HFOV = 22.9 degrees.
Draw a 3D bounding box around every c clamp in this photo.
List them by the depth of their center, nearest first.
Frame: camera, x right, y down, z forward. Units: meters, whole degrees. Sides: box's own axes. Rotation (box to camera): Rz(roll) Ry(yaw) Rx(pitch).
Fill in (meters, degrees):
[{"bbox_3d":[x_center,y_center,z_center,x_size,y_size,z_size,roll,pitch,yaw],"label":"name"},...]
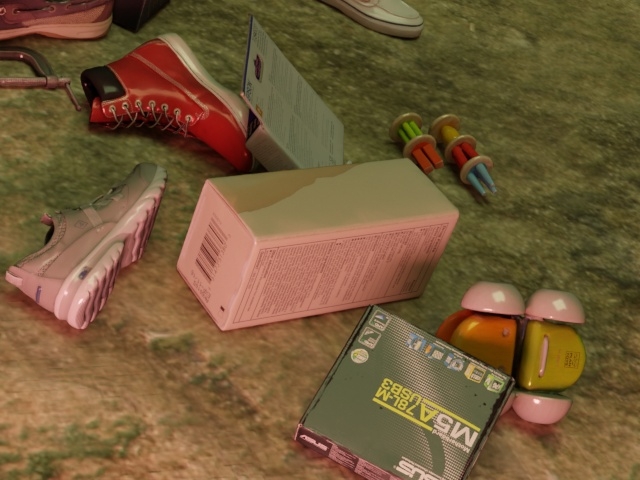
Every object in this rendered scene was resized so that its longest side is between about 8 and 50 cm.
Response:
[{"bbox_3d":[-0.409,-0.224,2.097,0.160,0.022,0.137,1,40,-29],"label":"c clamp"}]

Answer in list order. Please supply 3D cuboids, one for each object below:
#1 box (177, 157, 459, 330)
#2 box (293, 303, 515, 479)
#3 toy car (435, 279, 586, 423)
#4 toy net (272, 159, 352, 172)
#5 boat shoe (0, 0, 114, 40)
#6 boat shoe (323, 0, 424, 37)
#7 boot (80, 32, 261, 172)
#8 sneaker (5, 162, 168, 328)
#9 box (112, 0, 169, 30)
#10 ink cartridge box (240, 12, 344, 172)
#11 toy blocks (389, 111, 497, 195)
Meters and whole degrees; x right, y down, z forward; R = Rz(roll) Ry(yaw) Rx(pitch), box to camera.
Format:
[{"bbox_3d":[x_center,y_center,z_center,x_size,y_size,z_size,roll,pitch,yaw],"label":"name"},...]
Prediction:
[{"bbox_3d":[0.000,0.000,1.912,0.311,0.148,0.121,-7,43,-38],"label":"box"},{"bbox_3d":[0.095,0.186,1.747,0.190,0.045,0.184,28,54,8],"label":"box"},{"bbox_3d":[0.222,0.130,1.883,0.182,0.159,0.136,7,1,-20],"label":"toy car"},{"bbox_3d":[-0.028,-0.067,1.968,0.232,0.122,0.045,-18,56,-22],"label":"toy net"},{"bbox_3d":[-0.414,-0.336,2.183,0.285,0.092,0.103,-3,41,-32],"label":"boat shoe"},{"bbox_3d":[0.068,-0.402,2.555,0.226,0.076,0.083,23,35,1],"label":"boat shoe"},{"bbox_3d":[-0.202,-0.156,2.081,0.176,0.088,0.244,-29,65,-33],"label":"boot"},{"bbox_3d":[-0.262,-0.019,1.826,0.115,0.105,0.281,25,35,4],"label":"sneaker"},{"bbox_3d":[-0.340,-0.453,2.319,0.270,0.165,0.143,26,35,6],"label":"box"},{"bbox_3d":[-0.049,-0.161,2.088,0.224,0.045,0.223,50,23,-28],"label":"ink cartridge box"},{"bbox_3d":[0.180,-0.118,2.249,0.123,0.054,0.148,-1,41,-31],"label":"toy blocks"}]
